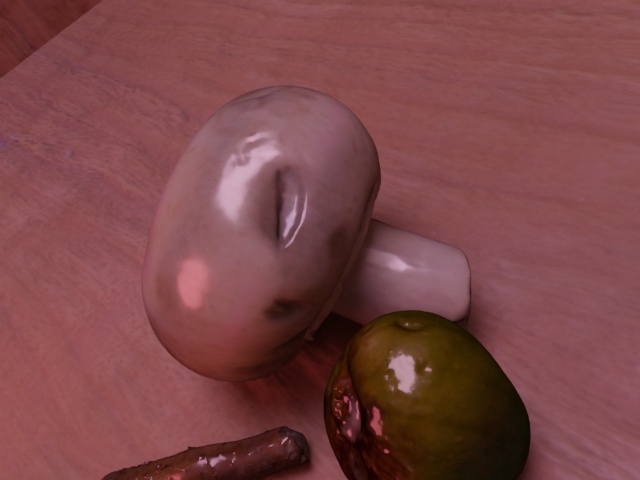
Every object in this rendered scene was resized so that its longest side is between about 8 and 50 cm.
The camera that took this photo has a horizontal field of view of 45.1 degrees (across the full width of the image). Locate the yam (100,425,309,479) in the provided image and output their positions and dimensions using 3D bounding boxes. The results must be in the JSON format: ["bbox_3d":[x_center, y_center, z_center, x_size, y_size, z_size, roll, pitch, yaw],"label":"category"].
[{"bbox_3d":[-0.126,0.245,0.832,0.241,0.056,0.056,-18,42,16],"label":"yam"}]

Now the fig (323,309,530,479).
[{"bbox_3d":[0.098,0.160,0.697,0.181,0.191,0.181,-55,22,35],"label":"fig"}]

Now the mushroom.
[{"bbox_3d":[-0.027,-0.017,0.854,0.353,0.353,0.325,-19,57,12],"label":"mushroom"}]
